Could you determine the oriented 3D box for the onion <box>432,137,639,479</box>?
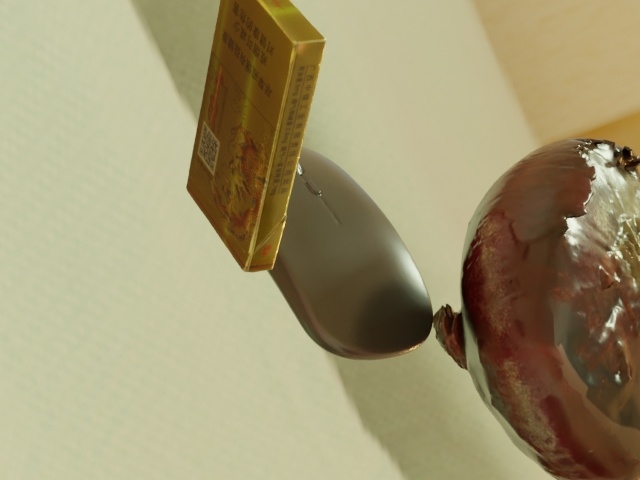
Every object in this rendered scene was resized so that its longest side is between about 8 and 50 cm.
[{"bbox_3d":[0.182,0.067,1.378,0.272,0.195,0.272,23,59,-47],"label":"onion"}]

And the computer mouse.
[{"bbox_3d":[0.001,-0.001,1.409,0.120,0.057,0.232,-6,48,-35],"label":"computer mouse"}]

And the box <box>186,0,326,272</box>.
[{"bbox_3d":[-0.039,-0.068,1.014,0.089,0.022,0.156,53,-39,43],"label":"box"}]
